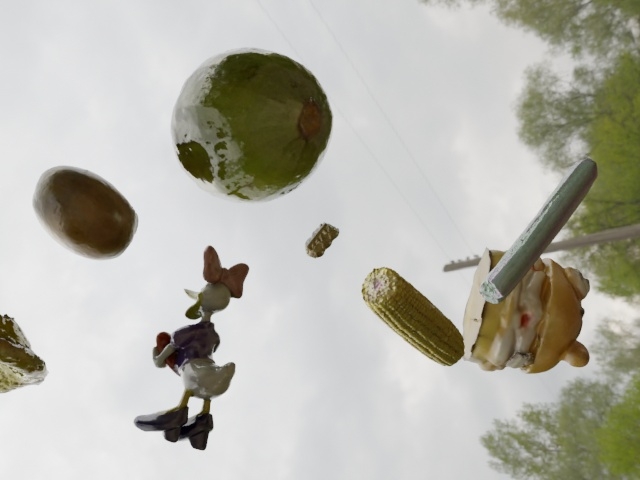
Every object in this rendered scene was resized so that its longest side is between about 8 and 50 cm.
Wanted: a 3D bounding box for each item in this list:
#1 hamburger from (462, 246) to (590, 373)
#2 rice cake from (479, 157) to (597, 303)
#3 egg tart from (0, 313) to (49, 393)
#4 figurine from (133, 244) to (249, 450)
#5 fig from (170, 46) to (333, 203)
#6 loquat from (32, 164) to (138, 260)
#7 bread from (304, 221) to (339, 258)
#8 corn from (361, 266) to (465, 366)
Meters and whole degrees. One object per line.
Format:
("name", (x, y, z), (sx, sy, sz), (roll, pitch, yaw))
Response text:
("hamburger", (0.426, 0.154, 1.121), (0.276, 0.237, 0.276), (13, -90, -80))
("rice cake", (0.294, -0.009, 0.730), (0.221, 0.042, 0.080), (-51, -15, -2))
("egg tart", (-0.638, 0.190, 0.958), (0.315, 0.315, 0.120), (26, -129, -44))
("figurine", (-0.263, 0.231, 1.180), (0.154, 0.193, 0.420), (35, -131, -49))
("fig", (-0.128, -0.231, 1.120), (0.343, 0.343, 0.343), (17, -113, -47))
("loquat", (-0.503, -0.060, 1.158), (0.227, 0.179, 0.179), (46, -132, -25))
("bread", (0.000, 0.000, 1.472), (0.060, 0.110, 0.066), (17, -154, -54))
("corn", (0.163, 0.135, 0.908), (0.248, 0.081, 0.081), (42, -129, -34))
